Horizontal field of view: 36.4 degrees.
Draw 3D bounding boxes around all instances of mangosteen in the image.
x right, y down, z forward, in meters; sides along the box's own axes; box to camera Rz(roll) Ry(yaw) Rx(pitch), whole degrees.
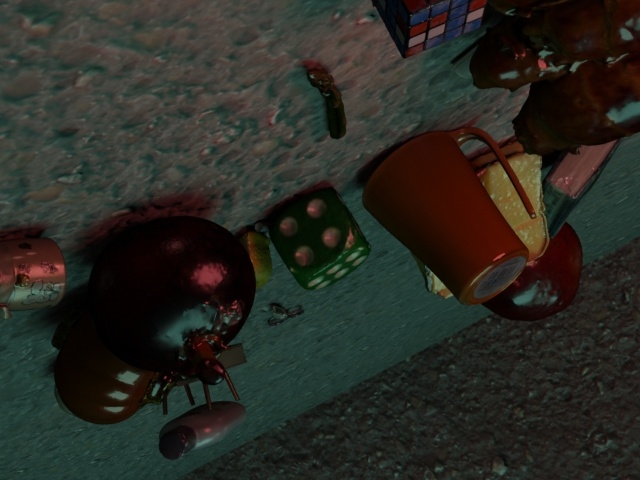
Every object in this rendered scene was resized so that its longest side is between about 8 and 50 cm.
[{"bbox_3d":[-0.189,0.099,1.334,0.236,0.261,0.235,-21,146,-15],"label":"mangosteen"}]

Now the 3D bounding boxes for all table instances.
[{"bbox_3d":[-0.257,0.287,1.982,0.122,0.111,0.240,-13,177,-38],"label":"table"}]

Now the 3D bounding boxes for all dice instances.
[{"bbox_3d":[0.000,0.000,1.546,0.128,0.120,0.131,-33,165,3],"label":"dice"}]

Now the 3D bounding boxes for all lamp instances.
[{"bbox_3d":[-0.316,0.180,1.520,0.223,0.197,0.223,-61,179,-1],"label":"lamp"}]

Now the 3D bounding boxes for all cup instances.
[{"bbox_3d":[0.215,-0.048,1.528,0.226,0.264,0.182,-38,155,4],"label":"cup"}]

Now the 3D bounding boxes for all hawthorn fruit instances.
[{"bbox_3d":[0.421,0.042,2.117,0.265,0.265,0.307,-35,143,29],"label":"hawthorn fruit"}]

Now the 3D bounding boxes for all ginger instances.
[{"bbox_3d":[0.326,-0.234,1.151,0.274,0.152,0.357,-4,146,-5],"label":"ginger"}]

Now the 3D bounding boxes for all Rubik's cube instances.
[{"bbox_3d":[0.107,-0.256,0.979,0.092,0.092,0.092,-24,163,-6],"label":"Rubik's cube"}]

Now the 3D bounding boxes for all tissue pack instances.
[{"bbox_3d":[0.487,-0.125,1.880,0.185,0.081,0.257,-50,167,-11],"label":"tissue pack"}]

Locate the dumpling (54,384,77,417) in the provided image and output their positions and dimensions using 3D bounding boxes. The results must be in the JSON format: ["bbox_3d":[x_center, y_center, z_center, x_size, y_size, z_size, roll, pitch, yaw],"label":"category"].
[{"bbox_3d":[-0.414,0.276,1.798,0.136,0.118,0.199,18,175,2],"label":"dumpling"}]

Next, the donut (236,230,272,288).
[{"bbox_3d":[-0.154,0.055,1.595,0.181,0.078,0.146,-24,162,3],"label":"donut"}]

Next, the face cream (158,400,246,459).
[{"bbox_3d":[-0.249,0.379,1.948,0.144,0.071,0.291,-12,179,13],"label":"face cream"}]

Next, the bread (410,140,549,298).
[{"bbox_3d":[0.289,-0.042,1.773,0.263,0.198,0.236,-24,156,-11],"label":"bread"}]

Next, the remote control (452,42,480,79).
[{"bbox_3d":[0.319,-0.292,1.251,0.313,0.055,0.109,-36,161,33],"label":"remote control"}]

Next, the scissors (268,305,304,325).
[{"bbox_3d":[-0.086,0.161,2.118,0.085,0.022,0.176,-22,167,5],"label":"scissors"}]

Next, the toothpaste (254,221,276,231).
[{"bbox_3d":[-0.079,-0.023,1.574,0.024,0.015,0.083,-35,167,26],"label":"toothpaste"}]

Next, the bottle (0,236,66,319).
[{"bbox_3d":[-0.393,0.047,1.177,0.152,0.099,0.099,-6,155,-46],"label":"bottle"}]

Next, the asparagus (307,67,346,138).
[{"bbox_3d":[0.013,-0.171,1.222,0.034,0.027,0.236,-36,164,-2],"label":"asparagus"}]
